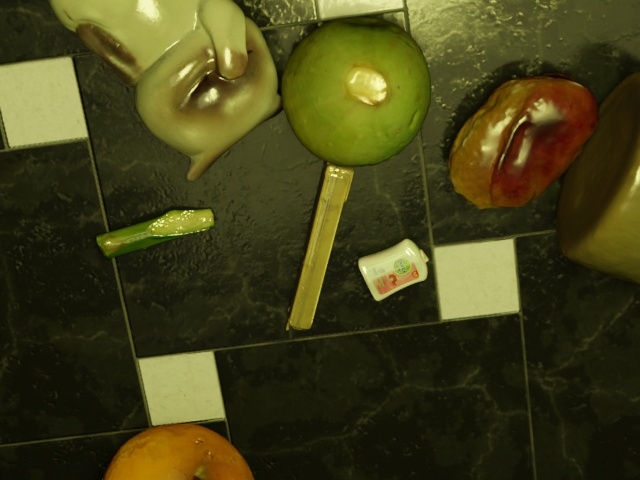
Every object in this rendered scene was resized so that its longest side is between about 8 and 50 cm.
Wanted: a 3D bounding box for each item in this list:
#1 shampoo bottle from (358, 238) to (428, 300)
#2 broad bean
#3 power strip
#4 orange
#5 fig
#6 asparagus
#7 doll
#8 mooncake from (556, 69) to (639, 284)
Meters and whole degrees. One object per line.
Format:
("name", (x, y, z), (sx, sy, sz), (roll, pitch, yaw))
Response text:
("shampoo bottle", (0.115, 0.042, 1.608), (0.099, 0.043, 0.072), (-24, 106, 9))
("broad bean", (0.284, -0.141, 1.505), (0.156, 0.122, 0.228), (38, 109, -22))
("power strip", (0.000, 0.000, 1.586), (0.044, 0.064, 0.305), (12, 108, -5))
("orange", (-0.218, 0.405, 1.631), (0.246, 0.246, 0.246), (0, 108, 1))
("fig", (0.058, -0.206, 1.436), (0.207, 0.230, 0.207), (7, 74, -26))
("asparagus", (-0.247, -0.013, 1.600), (0.179, 0.041, 0.045), (-16, 115, 5))
("doll", (-0.206, -0.280, 1.423), (0.215, 0.226, 0.370), (-45, 99, -22))
("mooncake", (0.440, -0.079, 1.435), (0.156, 0.284, 0.284), (19, 108, -6))
